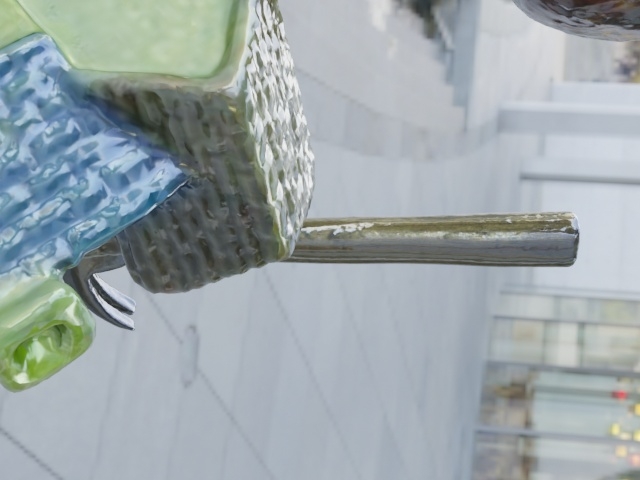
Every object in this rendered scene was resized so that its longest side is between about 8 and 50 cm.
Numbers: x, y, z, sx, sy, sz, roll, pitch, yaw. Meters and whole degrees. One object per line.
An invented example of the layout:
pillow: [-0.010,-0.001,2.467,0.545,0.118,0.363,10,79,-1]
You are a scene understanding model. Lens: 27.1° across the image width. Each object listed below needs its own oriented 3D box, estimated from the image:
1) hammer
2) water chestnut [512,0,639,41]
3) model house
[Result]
hammer: [0.000,0.000,1.107,0.044,0.439,0.168,-98,-171,-51]
water chestnut: [0.250,-0.271,0.868,0.350,0.302,0.350,-58,171,-14]
model house: [-0.113,-0.033,0.552,0.214,0.189,0.195,-32,141,-19]
